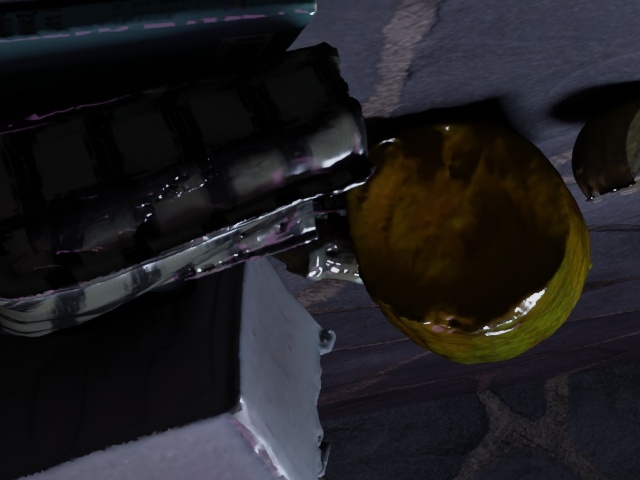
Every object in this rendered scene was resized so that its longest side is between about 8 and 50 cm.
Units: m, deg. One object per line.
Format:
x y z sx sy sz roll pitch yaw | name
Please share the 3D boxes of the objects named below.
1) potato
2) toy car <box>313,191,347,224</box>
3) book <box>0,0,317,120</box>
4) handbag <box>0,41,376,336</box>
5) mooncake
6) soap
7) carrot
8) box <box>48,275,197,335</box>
0.364 -0.108 1.887 0.243 0.098 0.138 -13 173 -29 | potato
-0.015 -0.042 1.897 0.069 0.055 0.142 -8 180 -19 | toy car
-0.215 -0.124 1.379 0.379 0.031 0.264 -8 167 -20 | book
-0.147 -0.034 1.445 0.327 0.163 0.325 -18 176 -12 | handbag
0.000 0.000 1.999 0.125 0.073 0.130 4 -166 -40 | mooncake
-0.222 0.207 2.035 0.435 0.350 0.213 -20 128 18 | soap
0.159 0.005 1.862 0.241 0.242 0.340 -15 167 10 | carrot
-0.245 0.039 1.939 0.201 0.090 0.144 -19 167 23 | box
